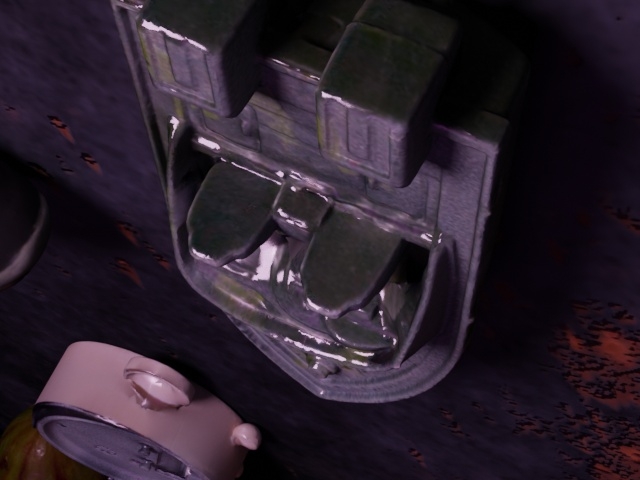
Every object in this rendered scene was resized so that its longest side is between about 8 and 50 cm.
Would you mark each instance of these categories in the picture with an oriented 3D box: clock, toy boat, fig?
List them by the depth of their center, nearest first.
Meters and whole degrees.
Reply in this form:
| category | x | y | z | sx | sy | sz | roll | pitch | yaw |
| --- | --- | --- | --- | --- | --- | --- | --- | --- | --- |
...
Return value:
| category | x | y | z | sx | sy | sz | roll | pitch | yaw |
| --- | --- | --- | --- | --- | --- | --- | --- | --- | --- |
| toy boat | 0.000 | 0.000 | 0.564 | 0.141 | 0.092 | 0.319 | 23 | 156 | 13 |
| clock | -0.127 | 0.138 | 0.995 | 0.155 | 0.063 | 0.229 | 28 | 156 | -1 |
| fig | -0.208 | 0.175 | 1.100 | 0.155 | 0.103 | 0.109 | 102 | 146 | -56 |

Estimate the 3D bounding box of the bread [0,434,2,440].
| category | x | y | z | sx | sy | sz | roll | pitch | yaw |
| --- | --- | --- | --- | --- | --- | --- | --- | --- | --- |
| bread | -0.383 | 0.186 | 1.340 | 0.193 | 0.064 | 0.193 | 19 | 152 | 10 |

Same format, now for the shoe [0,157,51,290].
| category | x | y | z | sx | sy | sz | roll | pitch | yaw |
| --- | --- | --- | --- | --- | --- | --- | --- | --- | --- |
| shoe | -0.269 | -0.066 | 0.692 | 0.291 | 0.114 | 0.137 | 19 | 137 | -12 |
